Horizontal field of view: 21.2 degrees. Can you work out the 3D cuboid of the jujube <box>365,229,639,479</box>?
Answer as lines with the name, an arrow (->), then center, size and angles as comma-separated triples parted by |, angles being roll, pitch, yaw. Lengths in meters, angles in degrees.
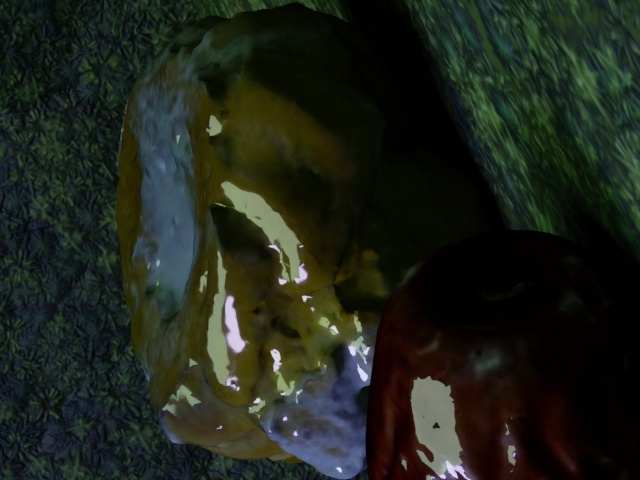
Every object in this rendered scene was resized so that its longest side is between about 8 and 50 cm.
jujube -> 0.132, 0.150, 1.048 | 0.223, 0.223, 0.318 | -125, 17, -55

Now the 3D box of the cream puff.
cream puff -> 0.000, 0.000, 1.334 | 0.378, 0.275, 0.378 | 179, 90, -69
